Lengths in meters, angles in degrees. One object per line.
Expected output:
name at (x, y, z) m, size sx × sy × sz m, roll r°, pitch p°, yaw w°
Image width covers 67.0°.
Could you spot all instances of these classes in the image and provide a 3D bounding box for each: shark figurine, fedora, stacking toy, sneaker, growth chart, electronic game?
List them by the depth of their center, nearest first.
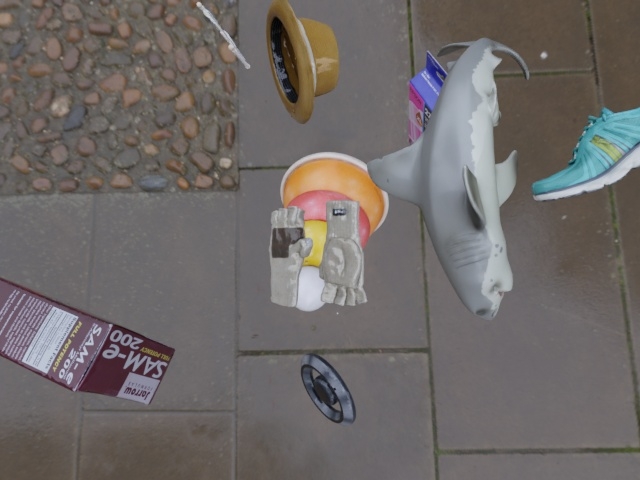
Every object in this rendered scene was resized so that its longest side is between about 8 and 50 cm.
shark figurine at (0.099, -0.085, 0.404) m, size 0.116 × 0.166 × 0.278 m, roll -3°, pitch 71°, yaw 32°
fedora at (-0.022, -0.277, 0.734) m, size 0.079 × 0.194 × 0.194 m, roll -15°, pitch 81°, yaw -16°
sneaker at (0.470, -0.158, 0.798) m, size 0.275 × 0.107 × 0.110 m, roll -35°, pitch 91°, yaw 16°
electronic game at (0.019, 0.422, 1.369) m, size 0.048 × 0.229 × 0.229 m, roll -28°, pitch 80°, yaw -30°
stacking toy at (0.000, 0.000, 1.407) m, size 0.351 × 0.350 × 0.479 m, roll 14°, pitch 44°, yaw 4°
growth chart at (-0.300, -0.638, 1.503) m, size 0.021 × 0.172 × 0.237 m, roll -38°, pitch 71°, yaw 8°

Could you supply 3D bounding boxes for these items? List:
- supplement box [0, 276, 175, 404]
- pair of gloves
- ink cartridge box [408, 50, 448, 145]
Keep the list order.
supplement box at (-0.303, 0.103, 0.543) m, size 0.240 × 0.130 × 0.073 m, roll 16°, pitch 71°, yaw 20°
pair of gloves at (-0.012, 0.028, 0.947) m, size 0.240 × 0.042 × 0.204 m, roll -5°, pitch 86°, yaw 39°
ink cartridge box at (0.328, -0.352, 1.418) m, size 0.069 × 0.371 × 0.175 m, roll -25°, pitch 63°, yaw -5°
